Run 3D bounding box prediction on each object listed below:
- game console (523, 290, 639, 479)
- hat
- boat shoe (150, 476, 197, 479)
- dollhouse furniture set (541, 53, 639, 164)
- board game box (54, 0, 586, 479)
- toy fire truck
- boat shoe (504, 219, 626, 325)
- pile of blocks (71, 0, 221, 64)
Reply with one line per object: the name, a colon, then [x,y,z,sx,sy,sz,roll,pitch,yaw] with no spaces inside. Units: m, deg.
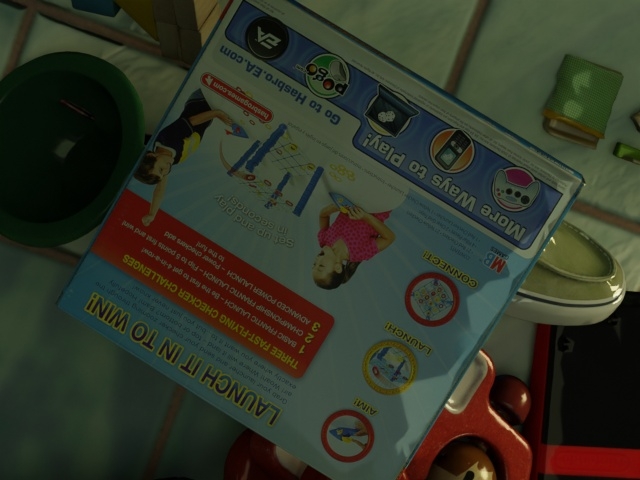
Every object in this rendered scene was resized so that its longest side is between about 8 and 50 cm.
game console: [0.380,0.223,1.689,0.387,0.060,0.342,4,95,-11]
hat: [-0.178,-0.055,1.542,0.208,0.183,0.173,20,86,30]
boat shoe: [-0.220,0.277,1.545,0.341,0.158,0.127,6,115,25]
dollhouse furniture set: [0.284,-0.110,1.595,0.152,0.058,0.076,18,97,-13]
board game box: [0.000,0.000,1.381,0.308,0.086,0.302,32,99,4]
toy fire truck: [0.081,0.195,1.571,0.302,0.169,0.254,43,73,-26]
boat shoe: [0.145,-0.014,1.552,0.302,0.109,0.094,21,137,-12]
pile of blocks: [-0.207,-0.302,1.462,0.362,0.149,0.112,48,47,-24]
